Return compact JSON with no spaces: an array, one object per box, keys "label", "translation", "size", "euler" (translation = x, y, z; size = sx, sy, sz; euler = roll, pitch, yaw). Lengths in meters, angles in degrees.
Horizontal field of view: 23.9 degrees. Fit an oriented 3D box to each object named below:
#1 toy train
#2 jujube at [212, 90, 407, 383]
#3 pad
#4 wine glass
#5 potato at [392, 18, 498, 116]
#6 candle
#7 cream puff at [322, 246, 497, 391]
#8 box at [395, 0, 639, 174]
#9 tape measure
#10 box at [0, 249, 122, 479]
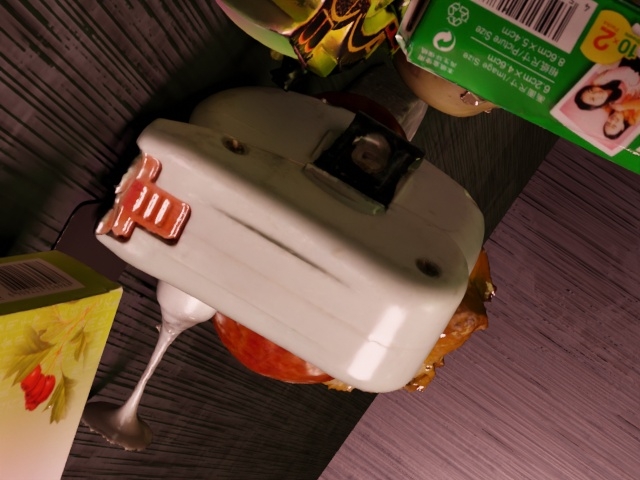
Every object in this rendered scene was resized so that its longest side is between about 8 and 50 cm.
[{"label":"toy train","translation":[0.008,-0.181,1.015],"size":[0.160,0.100,0.296],"euler":[-48,171,2]},{"label":"jujube","translation":[0.000,0.000,1.320],"size":[0.190,0.190,0.255],"euler":[-39,154,-54]},{"label":"pad","translation":[-0.167,0.015,1.093],"size":[0.112,0.003,0.157],"euler":[-58,169,13]},{"label":"wine glass","translation":[-0.115,0.052,1.254],"size":[0.262,0.074,0.074],"euler":[-61,167,17]},{"label":"potato","translation":[0.147,-0.219,1.296],"size":[0.165,0.165,0.262],"euler":[-44,167,-44]},{"label":"candle","translation":[0.030,-0.083,1.455],"size":[0.192,0.068,0.168],"euler":[-59,168,2]},{"label":"cream puff","translation":[0.064,0.051,1.573],"size":[0.155,0.269,0.241],"euler":[19,97,-43]},{"label":"box","translation":[0.191,-0.126,1.009],"size":[0.103,0.250,0.180],"euler":[-63,172,23]},{"label":"tape measure","translation":[-0.006,-0.019,1.089],"size":[0.125,0.243,0.246],"euler":[-60,179,30]},{"label":"box","translation":[-0.225,0.140,0.898],"size":[0.175,0.062,0.260],"euler":[-11,126,-63]}]
